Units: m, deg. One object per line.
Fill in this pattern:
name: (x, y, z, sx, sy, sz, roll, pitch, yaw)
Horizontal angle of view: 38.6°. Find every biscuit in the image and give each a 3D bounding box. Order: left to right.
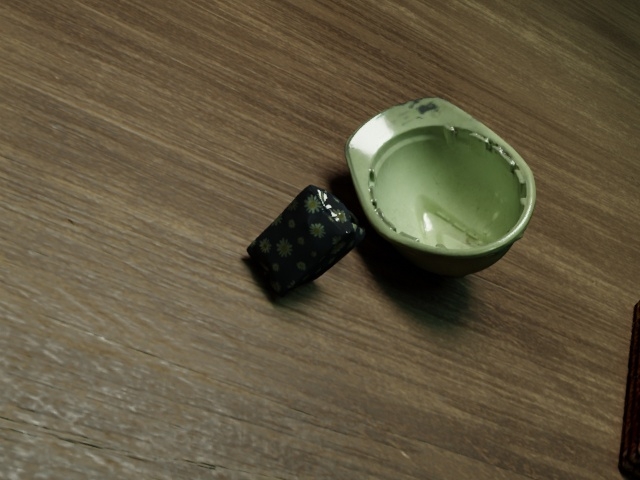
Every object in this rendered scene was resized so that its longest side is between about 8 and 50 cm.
biscuit: (0.473, 0.197, 1.227, 0.107, 0.073, 0.388, 37, 35, -2)

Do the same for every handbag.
handbag: (0.000, 0.000, 1.008, 0.072, 0.115, 0.139, 51, 20, 16)

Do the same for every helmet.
helmet: (0.151, -0.042, 1.147, 0.204, 0.137, 0.258, -26, 55, -10)
